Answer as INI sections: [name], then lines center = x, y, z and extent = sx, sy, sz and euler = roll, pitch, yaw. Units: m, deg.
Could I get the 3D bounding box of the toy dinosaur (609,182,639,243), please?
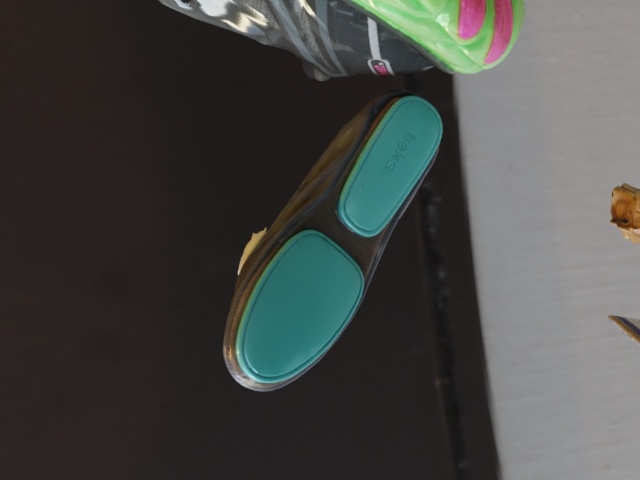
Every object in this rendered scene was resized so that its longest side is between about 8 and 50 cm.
[toy dinosaur]
center = 0.200, -0.035, 0.630
extent = 0.112, 0.064, 0.211
euler = -57, 6, -17

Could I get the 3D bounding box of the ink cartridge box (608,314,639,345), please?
[ink cartridge box]
center = 0.315, 0.133, 0.630
extent = 0.303, 0.307, 0.072
euler = -128, 47, -63

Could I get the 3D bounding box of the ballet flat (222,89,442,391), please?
[ballet flat]
center = 0.000, 0.000, 0.837
extent = 0.203, 0.074, 0.074
euler = -57, 20, -20

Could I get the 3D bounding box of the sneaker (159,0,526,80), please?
[sneaker]
center = -0.089, -0.219, 0.757
extent = 0.202, 0.483, 0.185
euler = -16, 47, 40
